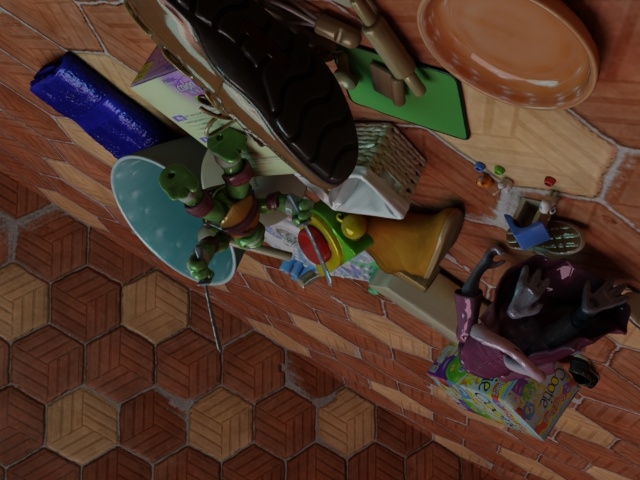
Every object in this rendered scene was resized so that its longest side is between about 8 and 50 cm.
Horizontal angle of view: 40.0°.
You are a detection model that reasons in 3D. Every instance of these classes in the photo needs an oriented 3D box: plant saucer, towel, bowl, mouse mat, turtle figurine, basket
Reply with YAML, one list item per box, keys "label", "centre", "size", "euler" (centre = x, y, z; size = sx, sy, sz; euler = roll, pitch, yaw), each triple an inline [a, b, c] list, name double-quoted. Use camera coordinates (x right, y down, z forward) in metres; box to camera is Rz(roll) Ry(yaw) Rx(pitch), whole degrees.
- label: "plant saucer"
  centre: [0.197, -0.209, 0.912]
  size: [0.200, 0.037, 0.200]
  euler: [28, 164, 8]
- label: "towel"
  centre: [-0.445, -0.252, 1.815]
  size: [0.308, 0.076, 0.228]
  euler: [37, 163, -25]
- label: "bowl"
  centre: [-0.239, -0.081, 1.716]
  size: [0.312, 0.163, 0.311]
  euler: [28, 146, 22]
- label: "mouse mat"
  centre: [0.105, -0.198, 1.159]
  size: [0.190, 0.007, 0.152]
  euler: [24, 163, 24]
- label: "turtle figurine"
  centre: [-0.111, -0.020, 1.323]
  size: [0.198, 0.274, 0.266]
  euler: [-12, 146, 12]
- label: "basket"
  centre: [0.062, -0.109, 1.326]
  size: [0.167, 0.103, 0.113]
  euler: [11, 156, 50]

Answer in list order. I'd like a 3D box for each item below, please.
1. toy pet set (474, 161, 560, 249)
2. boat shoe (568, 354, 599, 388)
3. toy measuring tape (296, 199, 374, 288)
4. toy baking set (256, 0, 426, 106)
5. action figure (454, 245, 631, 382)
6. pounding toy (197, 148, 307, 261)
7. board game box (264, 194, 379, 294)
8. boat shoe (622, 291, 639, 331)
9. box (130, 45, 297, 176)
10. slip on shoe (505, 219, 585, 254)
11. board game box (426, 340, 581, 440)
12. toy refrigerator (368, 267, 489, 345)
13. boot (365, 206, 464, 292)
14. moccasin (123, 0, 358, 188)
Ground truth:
- label: "toy pet set"
  centre: [0.273, -0.043, 1.231]
  size: [0.122, 0.065, 0.114]
  euler: [17, 160, 38]
- label: "boat shoe"
  centre: [0.533, 0.275, 1.788]
  size: [0.049, 0.042, 0.133]
  euler: [15, 160, 34]
- label: "toy measuring tape"
  centre: [0.000, 0.000, 1.530]
  size: [0.121, 0.121, 0.330]
  euler: [32, 158, -8]
- label: "toy baking set"
  centre: [0.017, -0.251, 1.088]
  size: [0.197, 0.030, 0.256]
  euler: [14, 155, 42]
- label: "action figure"
  centre: [0.313, 0.165, 1.389]
  size: [0.248, 0.275, 0.370]
  euler: [38, 150, 0]
- label: "pounding toy"
  centre: [-0.120, -0.095, 1.537]
  size: [0.183, 0.236, 0.110]
  euler: [7, -167, -10]
- label: "board game box"
  centre: [-0.065, -0.007, 1.947]
  size: [0.390, 0.050, 0.390]
  euler: [41, 161, -32]
- label: "boat shoe"
  centre: [0.508, 0.123, 1.364]
  size: [0.137, 0.049, 0.043]
  euler: [30, 167, -17]
- label: "box"
  centre: [-0.123, -0.212, 1.309]
  size: [0.243, 0.117, 0.214]
  euler: [37, 163, -27]
- label: "slip on shoe"
  centre: [0.335, -0.003, 1.289]
  size: [0.041, 0.051, 0.135]
  euler: [1, 177, -37]
- label: "board game box"
  centre: [0.380, 0.293, 1.856]
  size: [0.142, 0.144, 0.275]
  euler: [45, 164, -22]
- label: "toy refrigerator"
  centre: [0.240, 0.124, 1.750]
  size: [0.270, 0.094, 0.102]
  euler: [35, 170, -14]
- label: "boot"
  centre: [0.120, -0.021, 1.505]
  size: [0.211, 0.104, 0.295]
  euler: [34, 159, 10]
- label: "moccasin"
  centre: [-0.102, -0.209, 1.119]
  size: [0.380, 0.139, 0.147]
  euler: [39, 155, -17]
